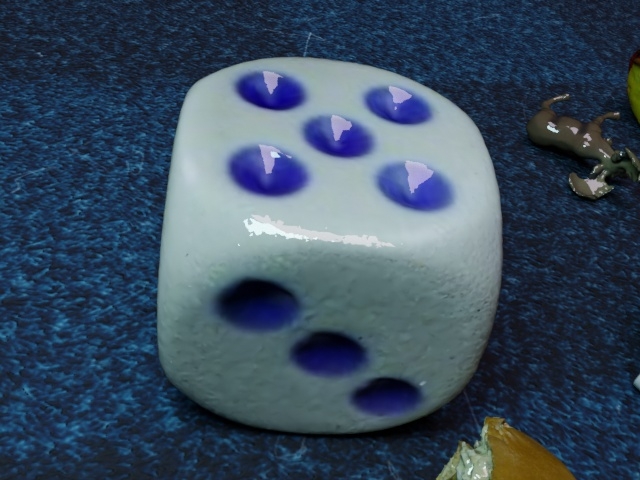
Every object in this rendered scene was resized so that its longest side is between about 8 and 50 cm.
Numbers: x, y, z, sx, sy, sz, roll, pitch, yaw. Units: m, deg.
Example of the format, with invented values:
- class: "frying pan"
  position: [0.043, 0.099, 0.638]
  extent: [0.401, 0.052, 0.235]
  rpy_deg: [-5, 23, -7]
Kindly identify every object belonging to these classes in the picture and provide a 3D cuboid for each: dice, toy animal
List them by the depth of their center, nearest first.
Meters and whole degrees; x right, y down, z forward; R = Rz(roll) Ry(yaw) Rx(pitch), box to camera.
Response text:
- class: "dice"
  position: [0.000, 0.000, 0.725]
  extent: [0.304, 0.277, 0.304]
  rpy_deg: [4, 40, -6]
- class: "toy animal"
  position: [0.431, -0.148, 1.126]
  extent: [0.214, 0.093, 0.186]
  rpy_deg: [25, 39, 25]

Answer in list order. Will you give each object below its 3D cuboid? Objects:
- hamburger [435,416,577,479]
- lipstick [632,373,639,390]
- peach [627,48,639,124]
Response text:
- class: "hamburger"
  position: [0.151, 0.271, 0.558]
  extent: [0.156, 0.144, 0.283]
  rpy_deg: [23, 41, 12]
- class: "lipstick"
  position: [0.417, 0.198, 0.772]
  extent: [0.040, 0.040, 0.141]
  rpy_deg: [-19, 51, -30]
- class: "peach"
  position: [0.648, -0.238, 1.213]
  extent: [0.159, 0.154, 0.267]
  rpy_deg: [-13, 37, -13]
